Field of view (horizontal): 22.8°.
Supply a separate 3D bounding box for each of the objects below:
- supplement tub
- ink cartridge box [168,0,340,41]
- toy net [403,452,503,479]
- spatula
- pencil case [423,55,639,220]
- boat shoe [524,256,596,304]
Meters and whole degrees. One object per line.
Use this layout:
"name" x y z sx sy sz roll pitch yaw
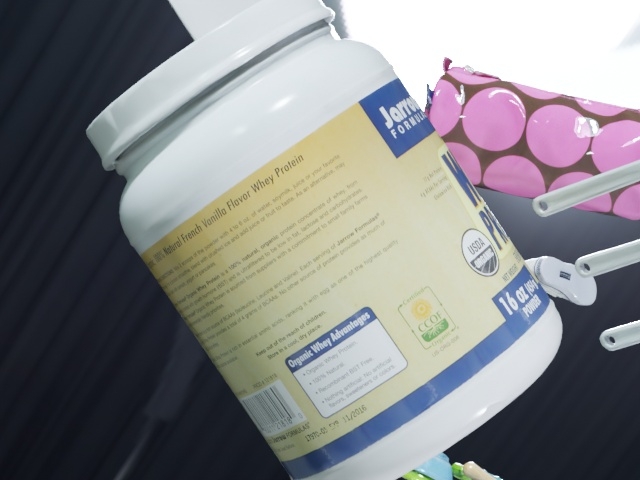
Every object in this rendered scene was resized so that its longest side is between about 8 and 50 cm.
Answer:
"supplement tub" 0.000 0.000 1.130 0.316 0.228 0.228 56 12 -2
"ink cartridge box" -0.042 -0.180 1.437 0.172 0.100 0.237 56 6 -4
"toy net" 0.191 0.282 1.747 0.122 0.045 0.232 33 -12 -39
"spatula" 0.271 0.000 1.167 0.019 0.242 0.168 -30 94 -44
"pencil case" 0.185 -0.081 1.286 0.209 0.098 0.095 14 -6 9
"boat shoe" 0.233 0.039 1.562 0.035 0.035 0.100 1 -14 45
